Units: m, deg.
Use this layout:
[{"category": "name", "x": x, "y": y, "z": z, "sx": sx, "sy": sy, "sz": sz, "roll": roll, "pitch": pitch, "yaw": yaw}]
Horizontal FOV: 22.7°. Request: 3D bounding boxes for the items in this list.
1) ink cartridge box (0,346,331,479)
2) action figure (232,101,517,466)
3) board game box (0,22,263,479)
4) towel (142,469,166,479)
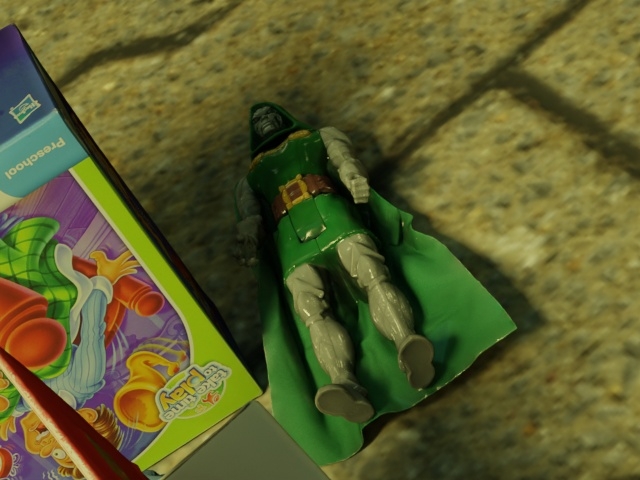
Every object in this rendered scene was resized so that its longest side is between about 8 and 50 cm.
[{"category": "ink cartridge box", "x": 0.030, "y": 0.161, "z": 0.570, "sx": 0.066, "sy": 0.261, "sz": 0.296, "roll": -41, "pitch": 48, "yaw": -8}, {"category": "action figure", "x": 0.000, "y": 0.000, "z": 0.857, "sx": 0.137, "sy": 0.063, "sz": 0.232, "roll": -30, "pitch": 43, "yaw": 5}, {"category": "board game box", "x": -0.230, "y": 0.083, "z": 0.781, "sx": 0.347, "sy": 0.233, "sz": 0.078, "roll": -33, "pitch": 46, "yaw": -1}, {"category": "towel", "x": -0.077, "y": 0.169, "z": 0.775, "sx": 0.067, "sy": 0.029, "sz": 0.119, "roll": 0, "pitch": 53, "yaw": 26}]
